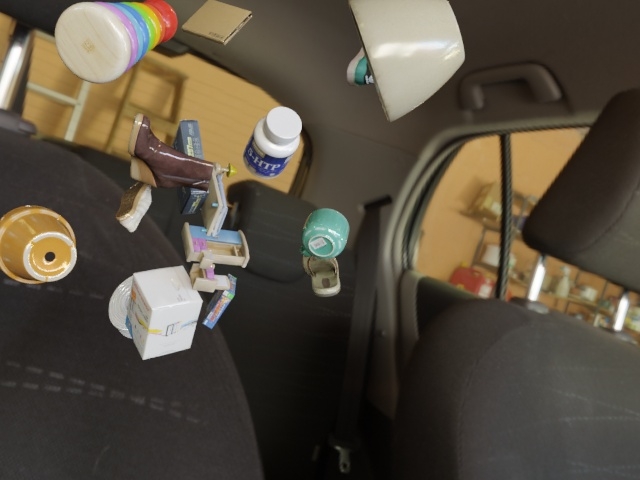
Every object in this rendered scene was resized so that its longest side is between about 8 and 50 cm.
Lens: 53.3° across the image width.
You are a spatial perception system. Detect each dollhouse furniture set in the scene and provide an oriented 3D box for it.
[{"bbox_3d":[-0.279,-0.044,1.964,0.198,0.303,0.286,7,41,-28],"label":"dollhouse furniture set"}]

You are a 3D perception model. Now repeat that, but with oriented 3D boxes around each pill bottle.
[{"bbox_3d":[-0.113,-0.235,1.526,0.112,0.112,0.186,18,-27,-13],"label":"pill bottle"}]

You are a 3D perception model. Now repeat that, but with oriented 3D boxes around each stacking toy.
[{"bbox_3d":[-0.372,-0.411,1.259,0.141,0.141,0.330,18,28,4],"label":"stacking toy"}]

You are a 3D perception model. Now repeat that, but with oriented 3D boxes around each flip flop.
[{"bbox_3d":[0.001,0.086,2.024,0.112,0.080,0.277,-14,26,0],"label":"flip flop"}]

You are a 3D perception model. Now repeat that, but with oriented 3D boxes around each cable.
[{"bbox_3d":[-0.684,0.247,2.441,0.257,0.257,0.089,-1,-30,17],"label":"cable"}]

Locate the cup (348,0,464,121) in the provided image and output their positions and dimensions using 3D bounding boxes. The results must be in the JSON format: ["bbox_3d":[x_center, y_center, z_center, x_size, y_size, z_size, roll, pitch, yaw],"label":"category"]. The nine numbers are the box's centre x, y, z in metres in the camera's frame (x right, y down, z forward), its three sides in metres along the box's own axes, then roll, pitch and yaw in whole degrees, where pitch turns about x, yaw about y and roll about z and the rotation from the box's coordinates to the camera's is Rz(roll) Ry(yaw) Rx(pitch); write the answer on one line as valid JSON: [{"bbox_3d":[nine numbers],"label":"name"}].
[{"bbox_3d":[0.236,-0.505,1.665,0.237,0.331,0.331,-18,-6,8],"label":"cup"}]

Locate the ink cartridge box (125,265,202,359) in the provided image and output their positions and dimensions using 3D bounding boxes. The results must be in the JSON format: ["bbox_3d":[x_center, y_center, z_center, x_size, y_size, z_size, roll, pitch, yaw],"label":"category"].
[{"bbox_3d":[-0.503,0.226,2.031,0.168,0.232,0.171,-9,45,-35],"label":"ink cartridge box"}]

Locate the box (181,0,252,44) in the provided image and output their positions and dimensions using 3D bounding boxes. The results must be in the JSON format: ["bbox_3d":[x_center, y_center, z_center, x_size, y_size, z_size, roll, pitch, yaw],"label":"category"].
[{"bbox_3d":[-0.361,-0.764,2.222,0.201,0.164,0.021,26,-23,27],"label":"box"}]

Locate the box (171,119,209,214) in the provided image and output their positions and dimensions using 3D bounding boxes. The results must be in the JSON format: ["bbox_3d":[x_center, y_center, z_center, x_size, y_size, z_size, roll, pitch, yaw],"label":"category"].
[{"bbox_3d":[-0.389,-0.214,1.890,0.059,0.232,0.183,-5,-15,-24],"label":"box"}]

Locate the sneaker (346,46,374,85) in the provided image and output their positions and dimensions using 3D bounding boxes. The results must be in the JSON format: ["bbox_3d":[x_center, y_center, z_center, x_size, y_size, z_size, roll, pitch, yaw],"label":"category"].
[{"bbox_3d":[0.203,-0.645,2.246,0.121,0.302,0.108,10,-35,26],"label":"sneaker"}]

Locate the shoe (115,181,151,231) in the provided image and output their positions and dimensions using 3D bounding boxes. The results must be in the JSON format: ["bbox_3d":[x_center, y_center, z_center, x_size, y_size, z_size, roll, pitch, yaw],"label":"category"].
[{"bbox_3d":[-0.528,-0.103,1.822,0.058,0.077,0.219,59,19,-31],"label":"shoe"}]

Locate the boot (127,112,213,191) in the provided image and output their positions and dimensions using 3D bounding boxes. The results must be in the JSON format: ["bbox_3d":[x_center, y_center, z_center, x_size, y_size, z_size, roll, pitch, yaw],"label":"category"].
[{"bbox_3d":[-0.370,-0.216,1.597,0.207,0.090,0.248,8,-32,-10],"label":"boot"}]

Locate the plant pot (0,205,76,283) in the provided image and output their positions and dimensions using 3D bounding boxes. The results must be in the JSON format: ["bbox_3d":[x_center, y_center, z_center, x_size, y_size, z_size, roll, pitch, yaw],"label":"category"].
[{"bbox_3d":[-0.722,0.024,1.644,0.205,0.205,0.188,18,-1,-39],"label":"plant pot"}]

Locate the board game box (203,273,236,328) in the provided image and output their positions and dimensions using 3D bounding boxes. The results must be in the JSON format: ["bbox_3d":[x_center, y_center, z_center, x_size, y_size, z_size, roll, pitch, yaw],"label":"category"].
[{"bbox_3d":[-0.328,0.195,2.088,0.035,0.136,0.201,33,6,-11],"label":"board game box"}]

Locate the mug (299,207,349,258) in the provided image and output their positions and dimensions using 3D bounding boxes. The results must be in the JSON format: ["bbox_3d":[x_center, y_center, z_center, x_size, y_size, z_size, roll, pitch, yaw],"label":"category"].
[{"bbox_3d":[0.009,-0.001,1.816,0.129,0.157,0.097,13,37,4],"label":"mug"}]
